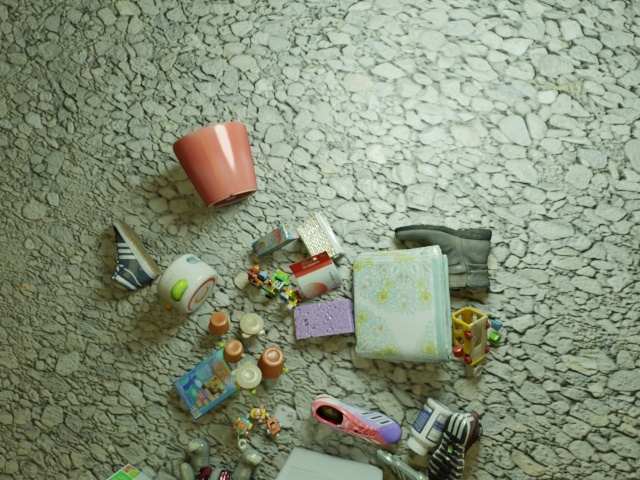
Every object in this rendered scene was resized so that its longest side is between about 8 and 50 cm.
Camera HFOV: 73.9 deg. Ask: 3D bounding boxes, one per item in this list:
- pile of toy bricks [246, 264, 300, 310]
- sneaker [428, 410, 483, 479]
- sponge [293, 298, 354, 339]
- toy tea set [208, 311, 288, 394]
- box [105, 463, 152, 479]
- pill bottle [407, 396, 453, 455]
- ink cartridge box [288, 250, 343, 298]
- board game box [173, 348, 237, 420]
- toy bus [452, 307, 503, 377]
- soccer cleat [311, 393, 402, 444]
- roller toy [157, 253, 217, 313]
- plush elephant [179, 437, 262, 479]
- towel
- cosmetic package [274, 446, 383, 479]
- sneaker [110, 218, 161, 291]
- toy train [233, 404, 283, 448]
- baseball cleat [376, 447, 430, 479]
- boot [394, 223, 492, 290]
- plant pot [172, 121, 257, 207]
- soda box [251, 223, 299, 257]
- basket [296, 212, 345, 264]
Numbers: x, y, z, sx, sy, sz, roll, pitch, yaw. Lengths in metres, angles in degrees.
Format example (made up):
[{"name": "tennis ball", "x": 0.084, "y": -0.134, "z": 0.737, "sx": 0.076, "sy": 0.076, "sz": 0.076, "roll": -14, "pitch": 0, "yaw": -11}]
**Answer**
[{"name": "pile of toy bricks", "x": -0.160, "y": 0.147, "z": 1.543, "sx": 0.212, "sy": 0.118, "sz": 0.105, "roll": 28, "pitch": 55, "yaw": 19}, {"name": "sneaker", "x": 0.458, "y": 0.678, "z": 1.382, "sx": 0.106, "sy": 0.163, "sz": 0.281, "roll": 31, "pitch": 112, "yaw": 45}, {"name": "sponge", "x": 0.010, "y": 0.279, "z": 1.504, "sx": 0.210, "sy": 0.031, "sz": 0.117, "roll": -12, "pitch": 73, "yaw": 19}, {"name": "toy tea set", "x": -0.267, "y": 0.385, "z": 1.519, "sx": 0.200, "sy": 0.124, "sz": 0.336, "roll": -21, "pitch": 58, "yaw": -29}, {"name": "box", "x": -0.646, "y": 0.927, "z": 1.443, "sx": 0.262, "sy": 0.231, "sz": 0.126, "roll": 29, "pitch": 88, "yaw": 11}, {"name": "pill bottle", "x": 0.359, "y": 0.618, "z": 1.410, "sx": 0.094, "sy": 0.094, "sz": 0.169, "roll": 31, "pitch": 88, "yaw": 10}, {"name": "ink cartridge box", "x": -0.013, "y": 0.122, "z": 1.482, "sx": 0.146, "sy": 0.179, "sz": 0.045, "roll": -23, "pitch": 53, "yaw": 5}, {"name": "board game box", "x": -0.405, "y": 0.523, "z": 1.550, "sx": 0.210, "sy": 0.047, "sz": 0.160, "roll": -36, "pitch": 80, "yaw": 3}, {"name": "toy bus", "x": 0.492, "y": 0.326, "z": 1.421, "sx": 0.104, "sy": 0.191, "sz": 0.202, "roll": 28, "pitch": 86, "yaw": 53}, {"name": "soccer cleat", "x": 0.118, "y": 0.615, "z": 1.432, "sx": 0.319, "sy": 0.116, "sz": 0.108, "roll": 19, "pitch": 86, "yaw": 10}, {"name": "roller toy", "x": -0.482, "y": 0.153, "z": 1.534, "sx": 0.146, "sy": 0.209, "sz": 0.191, "roll": 34, "pitch": 54, "yaw": 10}, {"name": "plush elephant", "x": -0.384, "y": 0.858, "z": 1.402, "sx": 0.272, "sy": 0.255, "sz": 0.329, "roll": 14, "pitch": 86, "yaw": 9}, {"name": "towel", "x": 0.268, "y": 0.212, "z": 1.430, "sx": 0.321, "sy": 0.090, "sz": 0.374, "roll": -5, "pitch": 82, "yaw": 32}, {"name": "cosmetic package", "x": 0.006, "y": 0.881, "z": 1.276, "sx": 0.328, "sy": 0.394, "sz": 0.329, "roll": 8, "pitch": 85, "yaw": 9}, {"name": "sneaker", "x": -0.751, "y": 0.062, "z": 1.626, "sx": 0.153, "sy": 0.099, "sz": 0.282, "roll": -37, "pitch": 83, "yaw": 0}, {"name": "toy train", "x": -0.223, "y": 0.654, "z": 1.494, "sx": 0.166, "sy": 0.046, "sz": 0.125, "roll": -23, "pitch": 73, "yaw": -10}, {"name": "baseball cleat", "x": 0.263, "y": 0.786, "z": 1.415, "sx": 0.206, "sy": 0.072, "sz": 0.109, "roll": 28, "pitch": 87, "yaw": 11}, {"name": "boot", "x": 0.416, "y": 0.060, "z": 1.465, "sx": 0.339, "sy": 0.118, "sz": 0.222, "roll": 5, "pitch": 90, "yaw": 14}, {"name": "plant pot", "x": -0.360, "y": -0.261, "z": 1.542, "sx": 0.275, "sy": 0.275, "sz": 0.243, "roll": -20, "pitch": 92, "yaw": 5}, {"name": "soda box", "x": -0.164, "y": 0.001, "z": 1.528, "sx": 0.183, "sy": 0.063, "sz": 0.058, "roll": -29, "pitch": 77, "yaw": 38}, {"name": "basket", "x": 0.000, "y": 0.000, "z": 1.526, "sx": 0.103, "sy": 0.113, "sz": 0.167, "roll": -30, "pitch": 80, "yaw": 7}]
